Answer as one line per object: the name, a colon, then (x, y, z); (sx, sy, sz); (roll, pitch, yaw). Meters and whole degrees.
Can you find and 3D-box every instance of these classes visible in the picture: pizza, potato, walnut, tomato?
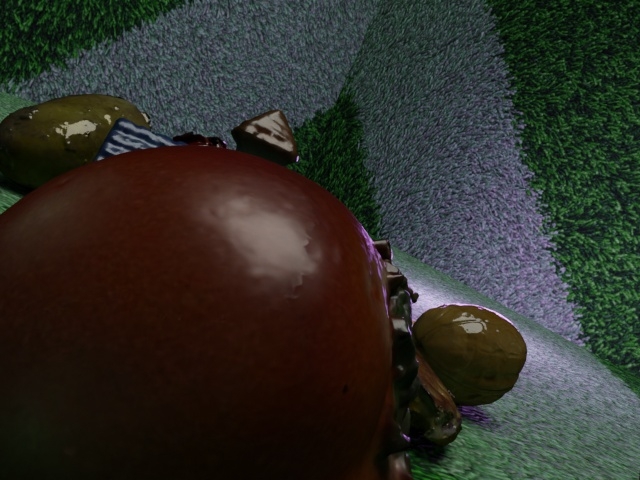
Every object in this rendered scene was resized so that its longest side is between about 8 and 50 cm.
pizza: (0.113, 0.201, 1.317); (0.161, 0.085, 0.305); (45, 4, -12)
potato: (-0.480, -0.173, 1.799); (0.229, 0.229, 0.266); (26, 15, 24)
walnut: (0.229, 0.181, 1.534); (0.197, 0.165, 0.165); (16, 10, -40)
tomato: (-0.092, 0.093, 0.605); (0.322, 0.321, 0.321); (23, 6, -3)

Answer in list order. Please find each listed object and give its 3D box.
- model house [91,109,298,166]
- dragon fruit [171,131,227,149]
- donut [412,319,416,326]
model house: (-0.158, -0.007, 0.971); (0.252, 0.329, 0.295); (26, 4, -8)
dragon fruit: (-0.283, -0.104, 1.932); (0.234, 0.233, 0.293); (26, 21, 17)
donut: (0.132, 0.167, 1.715); (0.174, 0.074, 0.190); (22, 6, -9)
